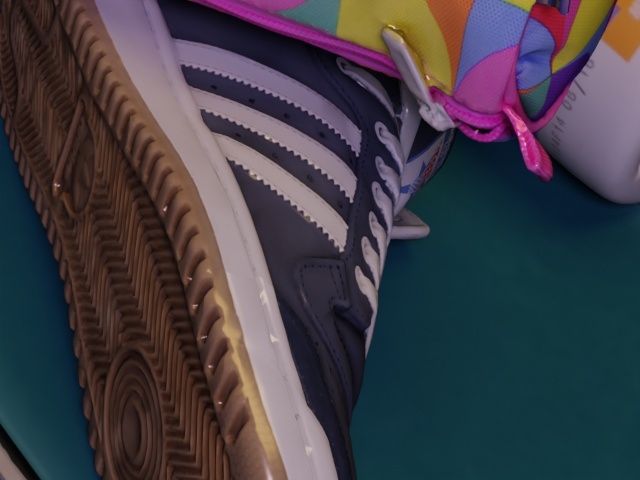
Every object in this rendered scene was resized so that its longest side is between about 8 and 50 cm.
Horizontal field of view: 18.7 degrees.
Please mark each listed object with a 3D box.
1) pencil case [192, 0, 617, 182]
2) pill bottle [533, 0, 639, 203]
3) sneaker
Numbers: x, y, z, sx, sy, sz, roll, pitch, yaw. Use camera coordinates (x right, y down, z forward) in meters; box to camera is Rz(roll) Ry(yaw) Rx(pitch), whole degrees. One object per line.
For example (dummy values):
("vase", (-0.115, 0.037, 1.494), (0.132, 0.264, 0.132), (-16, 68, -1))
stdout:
("pencil case", (-0.019, -0.109, 0.578), (0.236, 0.104, 0.104), (26, 36, 16))
("pill bottle", (0.072, -0.154, 0.782), (0.272, 0.152, 0.152), (44, 40, 19))
("sneaker", (0.000, 0.000, 0.604), (0.153, 0.099, 0.282), (3, 41, -27))
